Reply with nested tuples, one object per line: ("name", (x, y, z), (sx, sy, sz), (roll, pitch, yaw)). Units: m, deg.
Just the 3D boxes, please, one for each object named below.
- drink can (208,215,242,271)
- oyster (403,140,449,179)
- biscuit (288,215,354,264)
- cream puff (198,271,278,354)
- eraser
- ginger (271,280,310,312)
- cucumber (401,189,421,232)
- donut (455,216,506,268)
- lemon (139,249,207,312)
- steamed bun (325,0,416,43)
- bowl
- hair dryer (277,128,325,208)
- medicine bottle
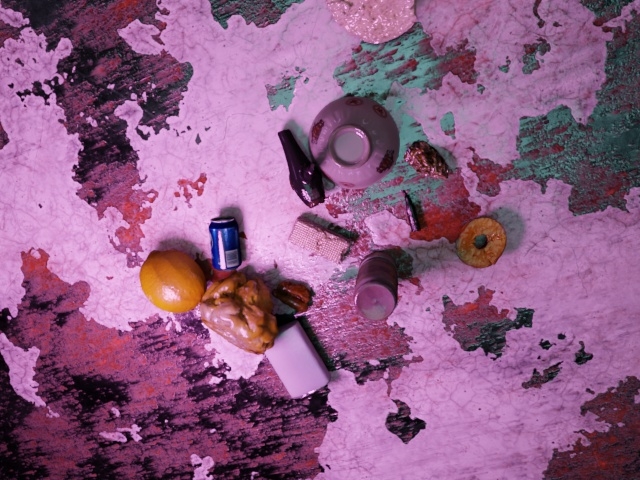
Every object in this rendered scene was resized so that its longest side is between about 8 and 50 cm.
("drink can", (-0.369, 0.011, 1.993), (0.118, 0.118, 0.204), (0, 104, 9))
("oyster", (0.383, -0.277, 1.829), (0.105, 0.056, 0.177), (-43, 91, 9))
("biscuit", (0.000, 0.000, 1.959), (0.239, 0.062, 0.108), (24, 108, 1))
("cream puff", (-0.286, 0.267, 1.976), (0.324, 0.257, 0.291), (6, 150, 40))
("eraser", (-0.103, 0.486, 2.088), (0.189, 0.104, 0.290), (-26, 99, 20))
("ginger", (-0.111, 0.214, 2.029), (0.162, 0.073, 0.103), (25, 107, 3))
("cucumber", (0.335, -0.108, 1.891), (0.039, 0.043, 0.163), (-22, 106, -24))
("donut", (0.578, 0.002, 1.862), (0.174, 0.074, 0.190), (14, 103, 6))
("lemon", (-0.575, 0.162, 2.010), (0.263, 0.236, 0.236), (35, 110, 30))
("steamed bun", (0.164, -0.781, 1.643), (0.290, 0.273, 0.272), (0, 148, 12))
("bowl", (0.107, -0.334, 1.801), (0.337, 0.157, 0.337), (2, 105, 9))
("hair dryer", (-0.054, -0.267, 1.756), (0.120, 0.359, 0.303), (-22, 92, -8))
("medicine bottle", (0.201, 0.159, 1.834), (0.151, 0.322, 0.151), (2, 106, 8))
